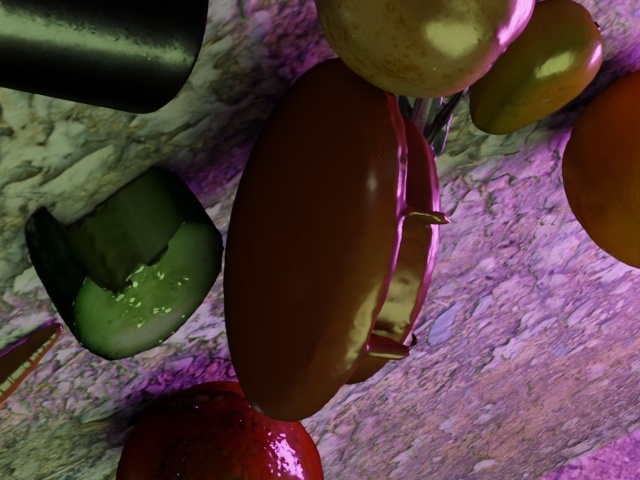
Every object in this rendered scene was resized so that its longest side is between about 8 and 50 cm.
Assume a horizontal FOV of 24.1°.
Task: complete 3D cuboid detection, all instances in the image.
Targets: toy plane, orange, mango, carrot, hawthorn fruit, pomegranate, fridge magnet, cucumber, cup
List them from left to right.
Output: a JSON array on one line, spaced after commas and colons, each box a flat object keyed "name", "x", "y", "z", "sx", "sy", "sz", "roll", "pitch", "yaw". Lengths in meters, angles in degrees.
[{"name": "carrot", "x": -0.425, "y": 0.204, "z": 1.740, "sx": 0.336, "sy": 0.069, "sz": 0.069, "roll": -36, "pitch": 153, "yaw": 5}, {"name": "cup", "x": -0.203, "y": -0.225, "z": 1.158, "sx": 0.177, "sy": 0.239, "sz": 0.166, "roll": 3, "pitch": -178, "yaw": -39}, {"name": "cucumber", "x": -0.201, "y": 0.025, "z": 1.577, "sx": 0.191, "sy": 0.130, "sz": 0.191, "roll": -27, "pitch": 154, "yaw": -15}, {"name": "hawthorn fruit", "x": -0.128, "y": 0.334, "z": 2.024, "sx": 0.316, "sy": 0.316, "sz": 0.316, "roll": -23, "pitch": 153, "yaw": -12}, {"name": "fridge magnet", "x": 0.000, "y": 0.000, "z": 1.475, "sx": 0.155, "sy": 0.364, "sz": 0.363, "roll": 11, "pitch": 137, "yaw": -23}, {"name": "toy plane", "x": 0.106, "y": -0.122, "z": 1.547, "sx": 0.058, "sy": 0.226, "sz": 0.226, "roll": 6, "pitch": -178, "yaw": -14}, {"name": "pomegranate", "x": 0.094, "y": -0.229, "z": 1.339, "sx": 0.207, "sy": 0.207, "sz": 0.207, "roll": -23, "pitch": 153, "yaw": -12}, {"name": "mango", "x": 0.232, "y": -0.188, "z": 1.660, "sx": 0.137, "sy": 0.098, "sz": 0.195, "roll": -6, "pitch": 153, "yaw": -43}, {"name": "orange", "x": 0.432, "y": -0.088, "z": 1.852, "sx": 0.261, "sy": 0.261, "sz": 0.261, "roll": -23, "pitch": 153, "yaw": -12}]
